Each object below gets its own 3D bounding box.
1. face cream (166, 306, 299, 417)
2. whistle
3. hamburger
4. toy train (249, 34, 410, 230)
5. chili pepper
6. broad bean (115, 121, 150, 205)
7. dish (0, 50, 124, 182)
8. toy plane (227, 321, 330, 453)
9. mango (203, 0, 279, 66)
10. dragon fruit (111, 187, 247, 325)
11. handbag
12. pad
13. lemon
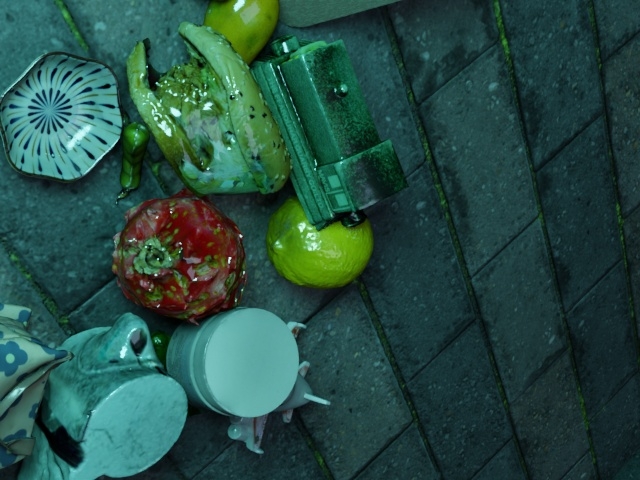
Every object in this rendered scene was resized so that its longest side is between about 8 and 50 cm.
[{"bbox_3d":[-0.147,0.197,1.590,0.177,0.153,0.177,2,87,-33],"label":"face cream"},{"bbox_3d":[-0.379,0.310,1.530,0.404,0.168,0.188,-50,137,-9],"label":"whistle"},{"bbox_3d":[-0.153,-0.166,1.418,0.168,0.192,0.288,-28,135,1],"label":"hamburger"},{"bbox_3d":[0.018,-0.178,1.539,0.139,0.178,0.330,-27,101,-28],"label":"toy train"},{"bbox_3d":[-0.248,0.233,1.683,0.108,0.062,0.216,-43,133,-15],"label":"chili pepper"},{"bbox_3d":[-0.271,-0.121,1.400,0.039,0.227,0.069,12,65,-10],"label":"broad bean"},{"bbox_3d":[-0.367,-0.177,1.336,0.191,0.066,0.190,-20,123,-33],"label":"dish"},{"bbox_3d":[-0.088,0.269,1.793,0.252,0.118,0.252,-22,119,-49],"label":"toy plane"},{"bbox_3d":[-0.125,-0.322,1.454,0.111,0.089,0.163,23,107,-46],"label":"mango"},{"bbox_3d":[-0.218,0.023,1.465,0.268,0.205,0.210,6,89,-79],"label":"dragon fruit"},{"bbox_3d":[-0.489,0.210,1.368,0.193,0.190,0.251,3,119,-49],"label":"handbag"},{"bbox_3d":[0.010,-0.387,1.434,0.176,0.266,0.002,34,58,-47],"label":"pad"},{"bbox_3d":[-0.003,0.000,1.690,0.193,0.180,0.180,-2,117,-17],"label":"lemon"}]
